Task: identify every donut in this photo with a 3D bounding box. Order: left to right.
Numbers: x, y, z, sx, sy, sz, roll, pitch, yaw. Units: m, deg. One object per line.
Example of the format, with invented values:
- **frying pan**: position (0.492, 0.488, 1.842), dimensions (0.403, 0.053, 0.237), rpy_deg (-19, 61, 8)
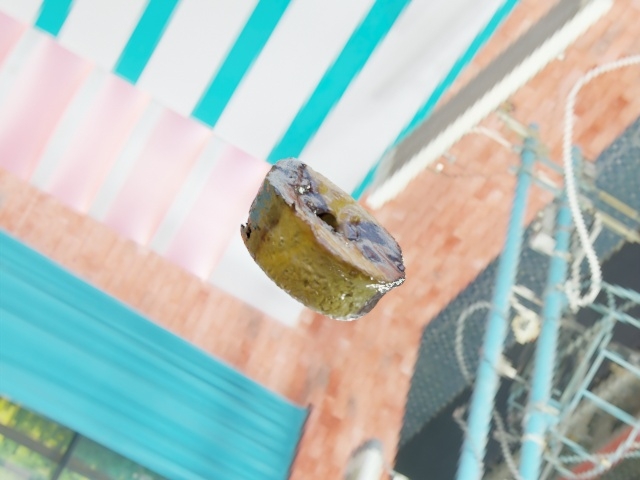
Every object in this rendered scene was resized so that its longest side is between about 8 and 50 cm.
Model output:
- **donut**: position (0.000, 0.000, 0.858), dimensions (0.059, 0.140, 0.140), rpy_deg (-51, -168, 18)
